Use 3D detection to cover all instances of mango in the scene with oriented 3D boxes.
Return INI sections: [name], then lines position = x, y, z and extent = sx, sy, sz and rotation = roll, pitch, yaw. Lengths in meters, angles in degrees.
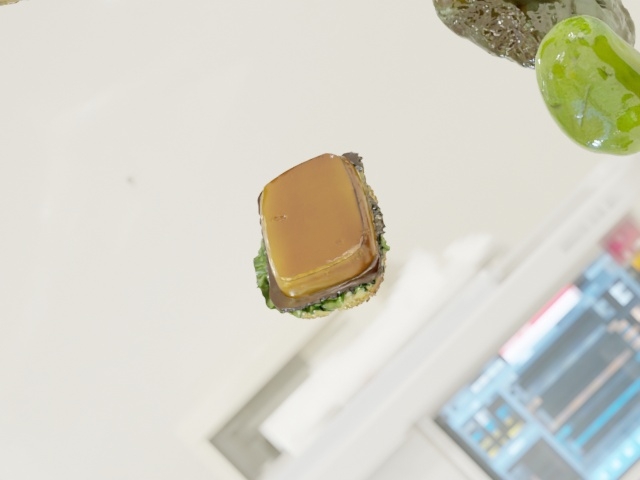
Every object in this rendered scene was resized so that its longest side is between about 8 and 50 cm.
[mango]
position = 0.285, -0.157, 1.930
extent = 0.117, 0.163, 0.089
rotation = -36, 19, 37

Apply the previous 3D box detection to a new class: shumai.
[shumai]
position = 0.281, -0.329, 2.284
extent = 0.222, 0.272, 0.203
rotation = -97, 26, -53

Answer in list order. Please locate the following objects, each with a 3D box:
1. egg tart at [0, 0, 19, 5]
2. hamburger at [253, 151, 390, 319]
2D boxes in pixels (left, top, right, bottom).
[egg tart]
position = -0.367, -0.372, 2.075
extent = 0.443, 0.178, 0.443
rotation = -18, -9, -3
[hamburger]
position = 0.000, 0.000, 1.769
extent = 0.137, 0.087, 0.166
rotation = -20, 50, 14
